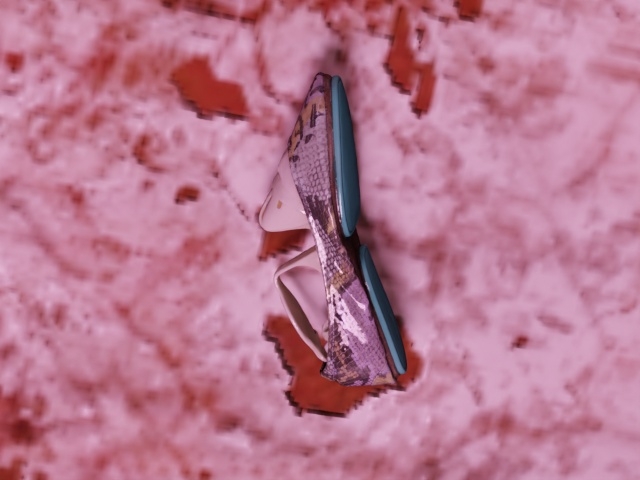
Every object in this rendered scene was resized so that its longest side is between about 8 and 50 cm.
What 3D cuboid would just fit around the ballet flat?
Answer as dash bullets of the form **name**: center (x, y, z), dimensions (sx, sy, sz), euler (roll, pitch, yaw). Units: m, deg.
- **ballet flat**: center (0.000, 0.000, 0.516), dimensions (0.041, 0.041, 0.114), euler (-16, 108, -6)
